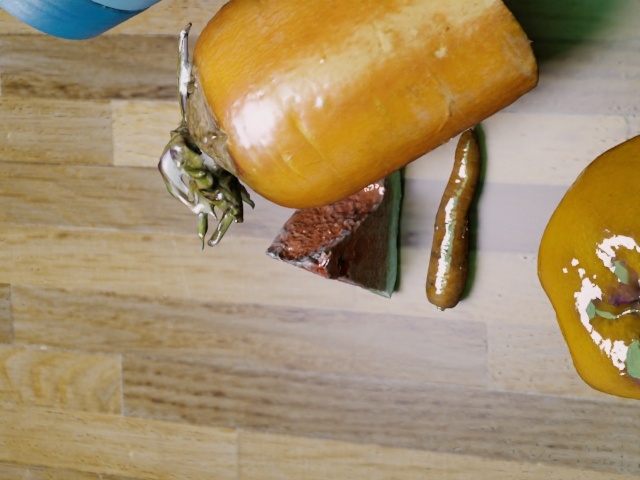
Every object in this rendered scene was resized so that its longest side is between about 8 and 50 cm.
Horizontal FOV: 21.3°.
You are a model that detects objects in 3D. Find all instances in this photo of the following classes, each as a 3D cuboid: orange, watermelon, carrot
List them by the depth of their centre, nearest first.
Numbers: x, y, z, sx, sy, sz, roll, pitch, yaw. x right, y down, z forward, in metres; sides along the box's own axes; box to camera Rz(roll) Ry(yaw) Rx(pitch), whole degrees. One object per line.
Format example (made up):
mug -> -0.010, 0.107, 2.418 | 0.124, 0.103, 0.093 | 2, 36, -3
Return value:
orange -> 0.288, 0.028, 1.333 | 0.249, 0.183, 0.249 | 5, 104, 23
carrot -> -0.001, -0.136, 1.412 | 0.331, 0.214, 0.193 | -32, 129, 11
carrot -> 0.117, -0.018, 1.483 | 0.036, 0.036, 0.165 | 11, 102, 22
watermelon -> 0.007, 0.013, 1.490 | 0.098, 0.158, 0.121 | 5, 129, 23

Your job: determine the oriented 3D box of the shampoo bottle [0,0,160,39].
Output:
shampoo bottle -> -0.131, -0.383, 1.360 | 0.343, 0.331, 0.331 | -26, 89, 24
